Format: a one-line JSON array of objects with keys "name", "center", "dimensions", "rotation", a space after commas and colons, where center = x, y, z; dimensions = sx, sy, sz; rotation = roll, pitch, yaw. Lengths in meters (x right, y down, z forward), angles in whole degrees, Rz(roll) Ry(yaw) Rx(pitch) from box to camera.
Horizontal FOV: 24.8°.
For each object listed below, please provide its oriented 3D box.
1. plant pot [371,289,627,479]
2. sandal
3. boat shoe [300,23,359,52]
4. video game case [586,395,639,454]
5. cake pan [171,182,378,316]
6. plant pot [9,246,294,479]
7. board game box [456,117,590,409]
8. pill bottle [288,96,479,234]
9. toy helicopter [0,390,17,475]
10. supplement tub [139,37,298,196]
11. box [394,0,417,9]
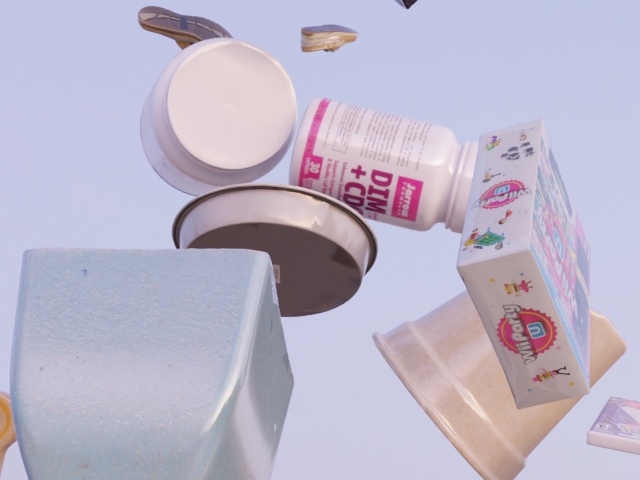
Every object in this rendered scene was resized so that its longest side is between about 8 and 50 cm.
[{"name": "plant pot", "center": [0.303, 0.182, 2.316], "dimensions": [0.305, 0.334, 0.334], "rotation": [-40, -28, 3]}, {"name": "sandal", "center": [-0.221, -0.339, 2.418], "dimensions": [0.180, 0.072, 0.049], "rotation": [15, -48, -15]}, {"name": "boat shoe", "center": [0.013, -0.362, 2.627], "dimensions": [0.135, 0.045, 0.050], "rotation": [-8, 30, -41]}, {"name": "video game case", "center": [0.492, 0.270, 2.054], "dimensions": [0.201, 0.023, 0.183], "rotation": [9, 13, 20]}, {"name": "cake pan", "center": [-0.066, 0.023, 2.039], "dimensions": [0.293, 0.054, 0.293], "rotation": [4, -33, 3]}, {"name": "plant pot", "center": [-0.171, 0.181, 1.423], "dimensions": [0.248, 0.252, 0.247], "rotation": [1, -38, 7]}, {"name": "board game box", "center": [0.259, 0.024, 1.798], "dimensions": [0.097, 0.303, 0.224], "rotation": [-14, -60, 21]}, {"name": "pill bottle", "center": [0.107, -0.103, 2.128], "dimensions": [0.283, 0.160, 0.160], "rotation": [14, -20, 8]}, {"name": "toy helicopter", "center": [-0.470, 0.384, 2.003], "dimensions": [0.235, 0.355, 0.140], "rotation": [16, 1, 15]}, {"name": "supplement tub", "center": [-0.160, -0.190, 2.279], "dimensions": [0.228, 0.228, 0.316], "rotation": [3, -3, -12]}, {"name": "box", "center": [0.075, -0.574, 2.069], "dimensions": [0.293, 0.395, 0.212], "rotation": [-44, -34, -4]}]
